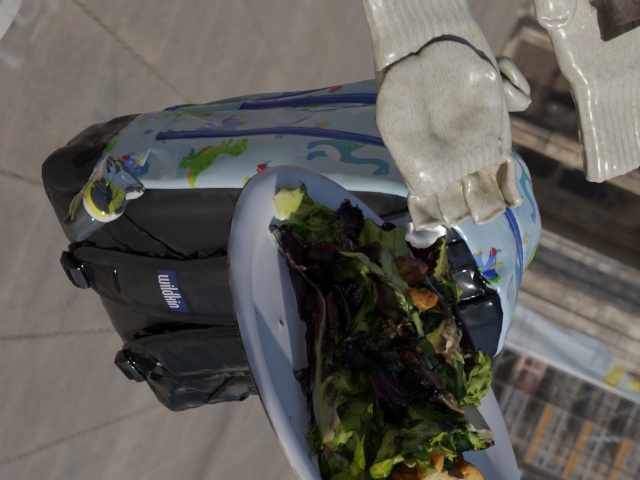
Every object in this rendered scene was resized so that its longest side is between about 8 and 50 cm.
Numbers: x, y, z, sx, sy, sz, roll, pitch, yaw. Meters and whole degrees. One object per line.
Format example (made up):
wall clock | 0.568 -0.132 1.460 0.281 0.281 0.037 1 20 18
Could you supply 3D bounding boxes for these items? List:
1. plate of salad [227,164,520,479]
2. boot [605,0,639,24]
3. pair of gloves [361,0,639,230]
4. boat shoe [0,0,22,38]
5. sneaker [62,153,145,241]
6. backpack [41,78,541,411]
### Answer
plate of salad | 0.036 0.053 0.467 0.048 0.200 0.200 -31 -169 25
boot | 0.179 -0.135 0.497 0.106 0.114 0.037 91 -14 -63
pair of gloves | 0.136 -0.121 0.771 0.042 0.240 0.204 15 -61 60
boat shoe | -0.237 -0.235 0.785 0.324 0.116 0.097 -84 170 -48
sneaker | -0.130 -0.025 0.689 0.035 0.031 0.083 -38 -171 16
backpack | 0.000 0.000 0.974 0.273 0.355 0.290 -48 126 -37
